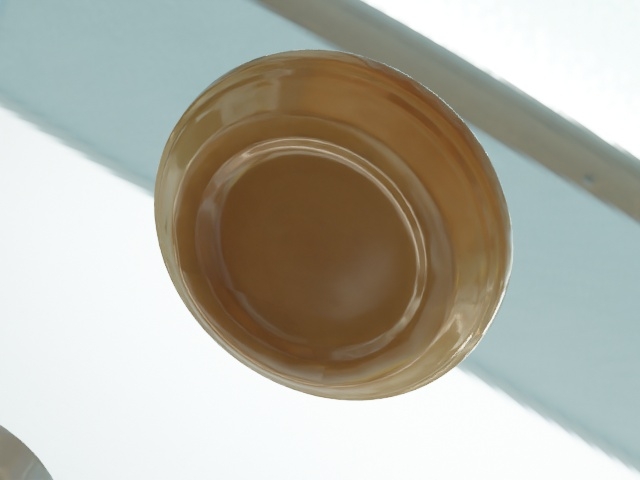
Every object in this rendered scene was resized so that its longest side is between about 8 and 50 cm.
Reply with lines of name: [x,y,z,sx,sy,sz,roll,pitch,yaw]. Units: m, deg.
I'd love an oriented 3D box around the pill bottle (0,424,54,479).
pill bottle: [-0.218,0.189,0.673,0.146,0.146,0.264,34,-135,3]

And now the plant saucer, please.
plant saucer: [0.000,0.000,0.826,0.200,0.200,0.037,34,-149,3]
